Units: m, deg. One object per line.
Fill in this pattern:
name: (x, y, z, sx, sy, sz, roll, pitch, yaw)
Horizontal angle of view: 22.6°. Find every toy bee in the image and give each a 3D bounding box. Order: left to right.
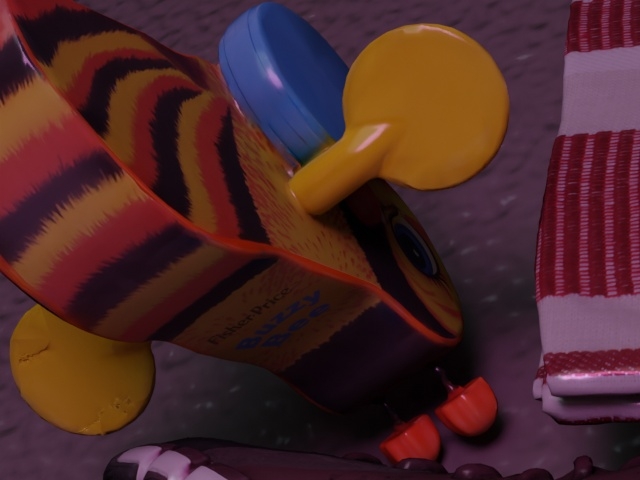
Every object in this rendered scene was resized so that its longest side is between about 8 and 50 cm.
toy bee: (0.000, 0.000, 0.555, 0.195, 0.298, 0.162, -45, 68, 41)

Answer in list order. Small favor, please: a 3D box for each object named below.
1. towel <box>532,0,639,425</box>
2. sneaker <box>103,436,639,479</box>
towel: (0.202, -0.065, 0.559, 0.237, 0.037, 0.329, -6, 40, 20)
sneaker: (0.057, 0.105, 0.491, 0.162, 0.106, 0.281, -24, 22, -27)
